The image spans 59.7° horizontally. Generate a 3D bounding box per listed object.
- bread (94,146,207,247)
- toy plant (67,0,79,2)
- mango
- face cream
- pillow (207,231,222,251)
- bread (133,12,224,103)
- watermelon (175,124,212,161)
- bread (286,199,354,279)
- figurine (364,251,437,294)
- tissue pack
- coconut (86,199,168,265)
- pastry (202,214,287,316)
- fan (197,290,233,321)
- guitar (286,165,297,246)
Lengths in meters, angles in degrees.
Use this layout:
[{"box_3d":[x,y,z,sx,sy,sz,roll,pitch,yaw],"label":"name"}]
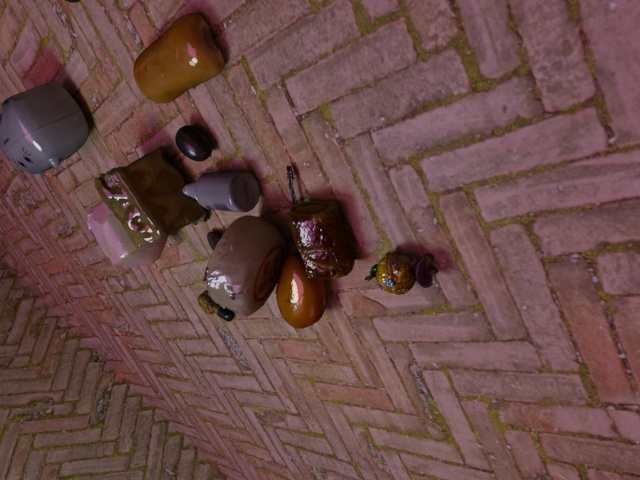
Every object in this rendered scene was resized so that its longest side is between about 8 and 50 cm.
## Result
[{"box_3d":[-0.487,-0.117,1.600,0.196,0.238,0.252,1,117,61],"label":"bread"},{"box_3d":[-0.557,-0.655,1.304,0.200,0.105,0.143,-33,76,35],"label":"toy plant"},{"box_3d":[-0.053,0.130,1.439,0.145,0.112,0.219,24,133,32],"label":"mango"},{"box_3d":[-0.272,-0.129,1.455,0.251,0.101,0.101,8,126,44],"label":"face cream"},{"box_3d":[-0.267,0.036,1.593,0.093,0.051,0.241,43,175,-30],"label":"pillow"},{"box_3d":[-0.341,-0.409,1.297,0.305,0.091,0.142,-9,109,49],"label":"bread"},{"box_3d":[-0.322,-0.247,1.426,0.110,0.078,0.078,41,143,11],"label":"watermelon"},{"box_3d":[0.000,0.000,1.275,0.132,0.103,0.172,-3,118,25],"label":"bread"},{"box_3d":[0.152,0.075,1.177,0.156,0.115,0.095,3,113,47],"label":"figurine"},{"box_3d":[-0.902,-0.350,1.814,0.333,0.229,0.236,-7,116,50],"label":"tissue pack"},{"box_3d":[-0.596,-0.032,1.769,0.233,0.233,0.245,-15,105,51],"label":"coconut"},{"box_3d":[-0.181,0.066,1.409,0.133,0.265,0.265,23,137,14],"label":"pastry"},{"box_3d":[-0.360,0.231,1.913,0.155,0.039,0.082,27,137,28],"label":"fan"},{"box_3d":[-0.051,-0.073,1.333,0.088,0.025,0.233,15,131,37],"label":"guitar"}]
